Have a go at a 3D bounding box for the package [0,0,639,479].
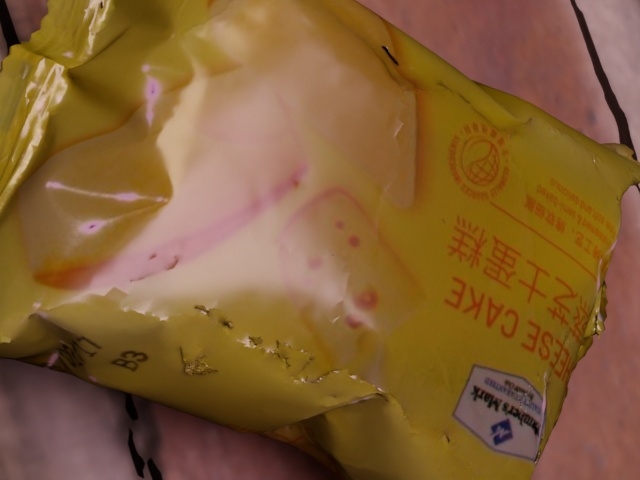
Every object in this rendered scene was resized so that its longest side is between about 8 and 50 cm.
[{"bbox_3d":[0.000,0.000,0.412,0.226,0.090,0.168,26,70,-22],"label":"package"}]
